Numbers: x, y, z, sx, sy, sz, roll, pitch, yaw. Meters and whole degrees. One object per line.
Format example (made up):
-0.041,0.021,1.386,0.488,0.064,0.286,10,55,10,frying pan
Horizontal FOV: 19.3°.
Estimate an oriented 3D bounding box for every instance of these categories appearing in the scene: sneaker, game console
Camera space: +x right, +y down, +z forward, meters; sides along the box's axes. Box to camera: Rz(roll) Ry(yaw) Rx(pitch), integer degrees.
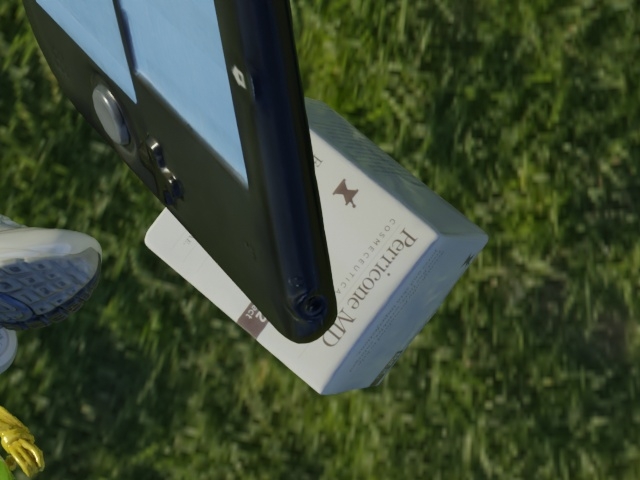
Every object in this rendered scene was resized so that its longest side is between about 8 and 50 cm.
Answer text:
-0.308,0.002,1.581,0.297,0.129,0.111,0,150,28,sneaker
-0.108,-0.167,1.024,0.060,0.342,0.387,-24,135,-15,game console

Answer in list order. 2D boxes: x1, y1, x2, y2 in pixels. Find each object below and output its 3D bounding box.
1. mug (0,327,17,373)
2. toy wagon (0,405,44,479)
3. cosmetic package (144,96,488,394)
-0.295,0.087,1.621,0.078,0.064,0.062,7,83,-16,mug
-0.344,0.256,1.380,0.344,0.267,0.068,-36,148,-14,toy wagon
0.000,0.000,1.426,0.183,0.151,0.151,39,101,16,cosmetic package
